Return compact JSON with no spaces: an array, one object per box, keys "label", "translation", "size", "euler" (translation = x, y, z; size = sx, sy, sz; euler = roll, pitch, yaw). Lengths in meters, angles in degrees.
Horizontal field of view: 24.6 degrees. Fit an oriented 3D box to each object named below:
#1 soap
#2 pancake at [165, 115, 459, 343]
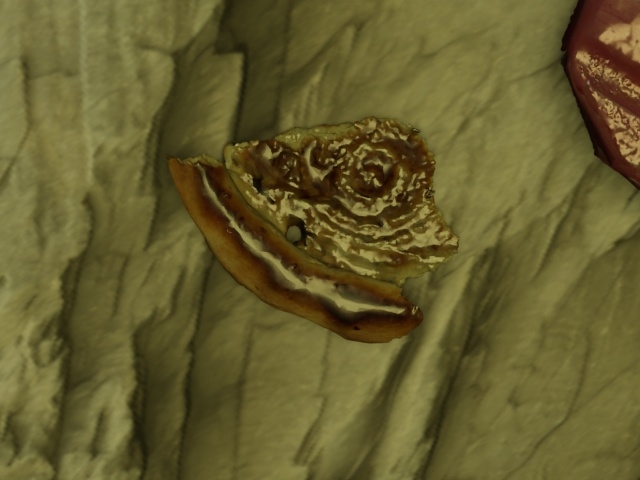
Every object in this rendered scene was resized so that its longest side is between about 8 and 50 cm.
[{"label":"soap","translation":[0.352,-0.120,1.307],"size":[0.324,0.127,0.220],"euler":[33,96,-6]},{"label":"pancake","translation":[0.000,0.000,1.350],"size":[0.257,0.056,0.212],"euler":[-8,99,0]}]
